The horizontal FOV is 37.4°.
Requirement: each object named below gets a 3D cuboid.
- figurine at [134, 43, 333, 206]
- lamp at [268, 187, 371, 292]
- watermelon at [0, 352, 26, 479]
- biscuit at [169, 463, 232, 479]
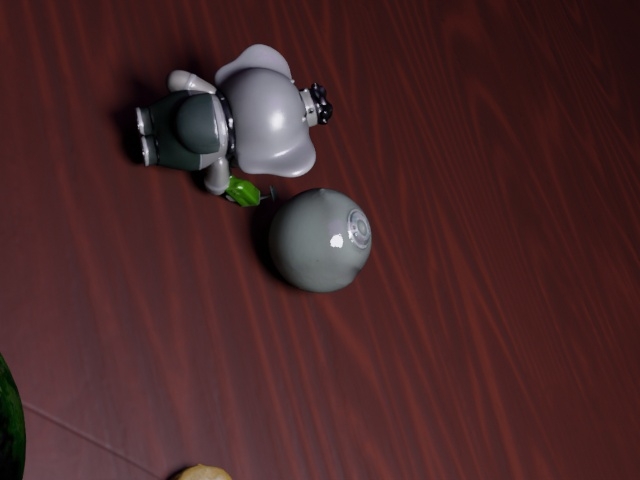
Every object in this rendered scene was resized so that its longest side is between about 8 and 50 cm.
[{"bbox_3d":[-0.080,-0.113,0.917,0.193,0.126,0.147,-11,82,-11],"label":"figurine"},{"bbox_3d":[0.000,0.000,0.936,0.105,0.105,0.105,21,52,-30],"label":"lamp"},{"bbox_3d":[-0.287,0.116,0.515,0.242,0.242,0.242,21,52,-30],"label":"watermelon"},{"bbox_3d":[-0.086,0.291,0.732,0.153,0.030,0.234,-8,69,-41],"label":"biscuit"}]
